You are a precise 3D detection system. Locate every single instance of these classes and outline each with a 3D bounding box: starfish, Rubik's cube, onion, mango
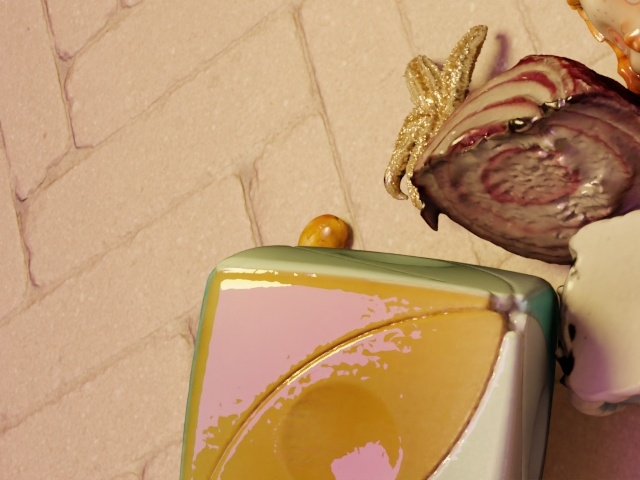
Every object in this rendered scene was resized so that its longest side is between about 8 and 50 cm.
[{"bbox_3d":[0.142,-0.156,1.952,0.238,0.071,0.216,-59,38,9],"label":"starfish"},{"bbox_3d":[0.063,0.192,1.733,0.347,0.351,0.352,7,92,15],"label":"Rubik's cube"},{"bbox_3d":[0.273,-0.089,1.744,0.314,0.280,0.146,-27,42,44],"label":"onion"},{"bbox_3d":[0.000,0.000,2.112,0.089,0.046,0.060,-38,59,38],"label":"mango"}]

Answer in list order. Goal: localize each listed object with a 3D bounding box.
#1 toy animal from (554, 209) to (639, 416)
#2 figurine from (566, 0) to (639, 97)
[{"bbox_3d":[0.347,0.086,1.691,0.204,0.156,0.208,-20,56,39],"label":"toy animal"},{"bbox_3d":[0.388,-0.256,1.684,0.323,0.196,0.320,50,157,25],"label":"figurine"}]
